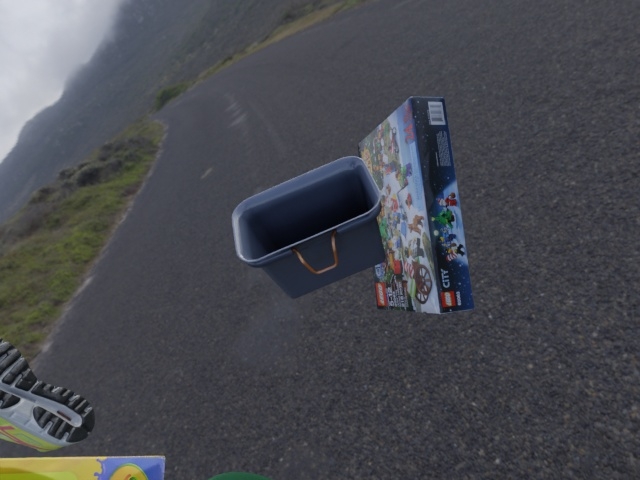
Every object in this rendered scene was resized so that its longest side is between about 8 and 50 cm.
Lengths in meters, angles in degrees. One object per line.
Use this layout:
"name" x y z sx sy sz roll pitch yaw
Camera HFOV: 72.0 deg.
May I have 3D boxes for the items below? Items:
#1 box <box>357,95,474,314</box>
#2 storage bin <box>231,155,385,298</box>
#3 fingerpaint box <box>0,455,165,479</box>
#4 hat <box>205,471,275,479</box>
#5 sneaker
"box" 0.106 -0.031 0.536 0.044 0.232 0.159 -5 -6 -18
"storage bin" 0.000 0.000 0.421 0.135 0.091 0.098 -24 46 5
"fingerpaint box" -0.402 0.517 0.526 0.163 0.372 0.444 -55 35 35
"hat" -0.082 0.364 0.429 0.183 0.209 0.173 -57 25 6
"sneaker" -0.398 0.203 0.552 0.094 0.208 0.081 -36 17 25
